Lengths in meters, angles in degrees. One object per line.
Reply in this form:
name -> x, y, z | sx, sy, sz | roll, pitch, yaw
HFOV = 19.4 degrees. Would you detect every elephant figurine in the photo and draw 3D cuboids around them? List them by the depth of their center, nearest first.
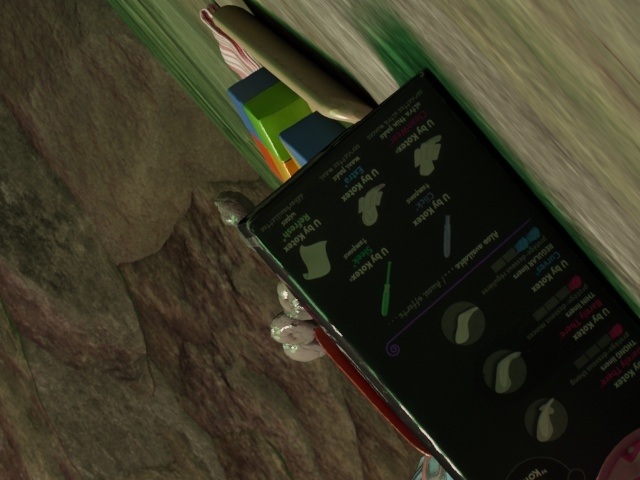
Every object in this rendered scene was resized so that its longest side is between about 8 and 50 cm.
elephant figurine -> 0.000, 0.000, 2.084 | 0.169, 0.186, 0.239 | 112, 153, -49

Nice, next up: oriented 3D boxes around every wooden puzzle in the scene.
wooden puzzle -> 0.033, -0.021, 1.603 | 0.348, 0.080, 0.322 | 56, 174, -29

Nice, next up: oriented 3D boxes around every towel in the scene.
towel -> -0.066, -0.167, 1.971 | 0.144, 0.029, 0.197 | 50, 178, 12

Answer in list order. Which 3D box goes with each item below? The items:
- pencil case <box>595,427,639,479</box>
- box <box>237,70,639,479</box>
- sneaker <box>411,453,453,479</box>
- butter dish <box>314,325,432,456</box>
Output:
pencil case -> 0.250, 0.209, 1.112 | 0.124, 0.124, 0.284 | 47, 177, 41
box -> 0.088, 0.047, 1.162 | 0.270, 0.143, 0.165 | 49, 178, -2
sneaker -> 0.129, 0.150, 1.428 | 0.104, 0.125, 0.262 | 45, -153, 10
butter dish -> 0.095, 0.044, 1.304 | 0.160, 0.160, 0.118 | 46, 153, 40
